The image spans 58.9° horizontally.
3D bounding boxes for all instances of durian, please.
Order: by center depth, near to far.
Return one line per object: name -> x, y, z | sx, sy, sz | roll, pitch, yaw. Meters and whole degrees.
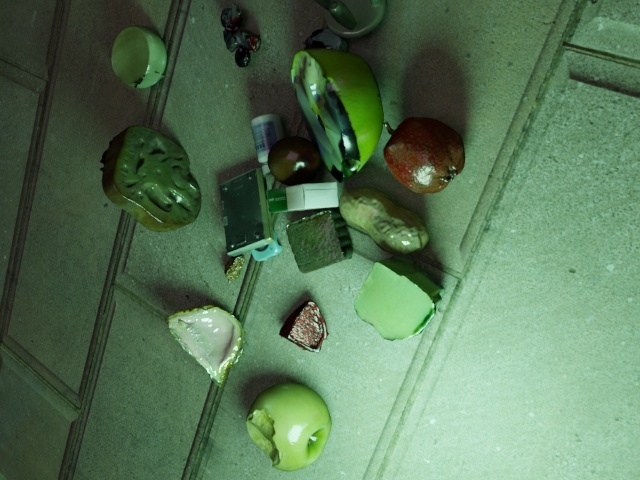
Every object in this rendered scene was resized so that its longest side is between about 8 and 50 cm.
durian -> -0.368, 0.336, 2.012 | 0.196, 0.185, 0.305 | -42, 77, 7

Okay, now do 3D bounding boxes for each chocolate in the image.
chocolate -> -0.075, -0.243, 1.747 | 0.177, 0.177, 0.176 | 3, 96, 31

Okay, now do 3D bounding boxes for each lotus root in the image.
lotus root -> -0.591, -0.210, 1.973 | 0.111, 0.375, 0.390 | -24, 94, 35

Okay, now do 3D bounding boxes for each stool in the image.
stool -> 0.071, -0.705, 1.600 | 0.195, 0.199, 0.195 | -44, 68, 9

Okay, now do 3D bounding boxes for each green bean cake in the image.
green bean cake -> 0.000, 0.000, 1.787 | 0.181, 0.094, 0.173 | -21, 84, 30

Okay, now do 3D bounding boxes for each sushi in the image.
sushi -> -0.303, 0.099, 1.995 | 0.060, 0.062, 0.118 | 43, 124, 49

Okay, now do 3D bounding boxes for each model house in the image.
model house -> 0.242, 0.161, 1.604 | 0.214, 0.189, 0.195 | 32, 118, 21

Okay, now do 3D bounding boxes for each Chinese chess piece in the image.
Chinese chess piece -> -0.683, -0.687, 2.136 | 0.238, 0.092, 0.237 | 2, 95, 30

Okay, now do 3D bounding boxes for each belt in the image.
belt -> 0.018, -0.596, 1.746 | 0.140, 0.058, 0.105 | 11, 93, 32

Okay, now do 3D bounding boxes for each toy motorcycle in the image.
toy motorcycle -> -0.268, -0.693, 1.892 | 0.122, 0.082, 0.213 | -25, 83, 31

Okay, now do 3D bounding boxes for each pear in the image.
pear -> 0.067, -0.380, 1.613 | 0.165, 0.399, 0.398 | -23, 80, -9

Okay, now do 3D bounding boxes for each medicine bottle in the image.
medicine bottle -> -0.163, -0.312, 1.852 | 0.103, 0.103, 0.186 | -12, 88, 31

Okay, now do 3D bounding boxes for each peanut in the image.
peanut -> 0.176, -0.061, 1.658 | 0.313, 0.149, 0.149 | 36, 111, 26

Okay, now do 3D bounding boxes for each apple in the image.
apple -> -0.098, 0.585, 1.812 | 0.279, 0.279, 0.279 | 3, 96, 31

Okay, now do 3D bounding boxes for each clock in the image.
clock -> -0.197, -0.011, 1.933 | 0.108, 0.045, 0.147 | -24, 81, 29

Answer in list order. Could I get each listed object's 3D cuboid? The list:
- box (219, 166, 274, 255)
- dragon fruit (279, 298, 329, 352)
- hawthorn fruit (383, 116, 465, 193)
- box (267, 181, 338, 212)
box -> -0.257, -0.097, 1.927 | 0.211, 0.045, 0.270 | -17, 72, 31
dragon fruit -> -0.044, 0.278, 1.856 | 0.161, 0.121, 0.127 | -62, 20, -7
hawthorn fruit -> 0.268, -0.250, 1.553 | 0.253, 0.205, 0.205 | 47, 115, 26
box -> -0.057, -0.132, 1.753 | 0.199, 0.135, 0.081 | -6, 91, 52
